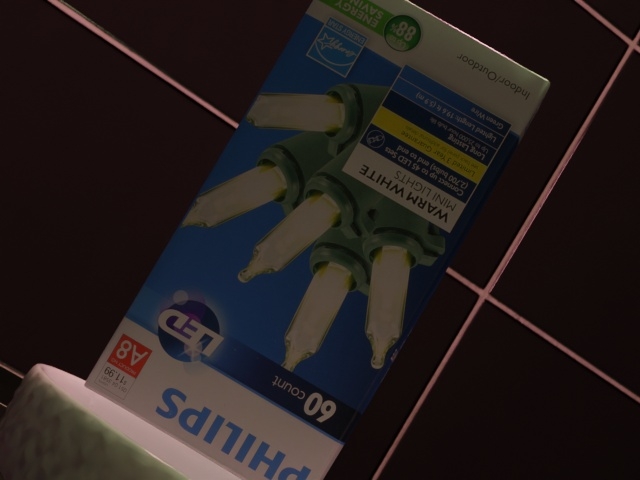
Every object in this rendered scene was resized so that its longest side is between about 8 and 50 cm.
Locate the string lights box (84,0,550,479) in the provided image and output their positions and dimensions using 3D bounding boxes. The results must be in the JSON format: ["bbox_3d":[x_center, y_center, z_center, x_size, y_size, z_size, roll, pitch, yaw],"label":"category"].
[{"bbox_3d":[0.000,0.000,0.915,0.133,0.260,0.077,30,-5,4],"label":"string lights box"}]

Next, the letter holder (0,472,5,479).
[{"bbox_3d":[-0.251,0.061,0.588,0.152,0.214,0.302,65,-16,-13],"label":"letter holder"}]

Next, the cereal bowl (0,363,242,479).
[{"bbox_3d":[-0.039,0.207,0.888,0.339,0.141,0.339,31,-5,3],"label":"cereal bowl"}]
